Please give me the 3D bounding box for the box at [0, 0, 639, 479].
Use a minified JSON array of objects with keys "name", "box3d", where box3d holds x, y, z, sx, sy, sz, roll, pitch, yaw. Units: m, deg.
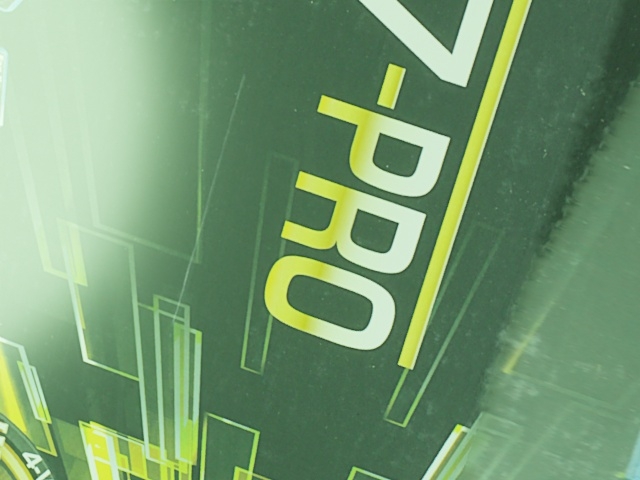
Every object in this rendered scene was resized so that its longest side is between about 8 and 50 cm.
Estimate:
[{"name":"box","box3d":[0.000,0.000,0.599,0.318,0.097,0.395,20,108,7]}]
